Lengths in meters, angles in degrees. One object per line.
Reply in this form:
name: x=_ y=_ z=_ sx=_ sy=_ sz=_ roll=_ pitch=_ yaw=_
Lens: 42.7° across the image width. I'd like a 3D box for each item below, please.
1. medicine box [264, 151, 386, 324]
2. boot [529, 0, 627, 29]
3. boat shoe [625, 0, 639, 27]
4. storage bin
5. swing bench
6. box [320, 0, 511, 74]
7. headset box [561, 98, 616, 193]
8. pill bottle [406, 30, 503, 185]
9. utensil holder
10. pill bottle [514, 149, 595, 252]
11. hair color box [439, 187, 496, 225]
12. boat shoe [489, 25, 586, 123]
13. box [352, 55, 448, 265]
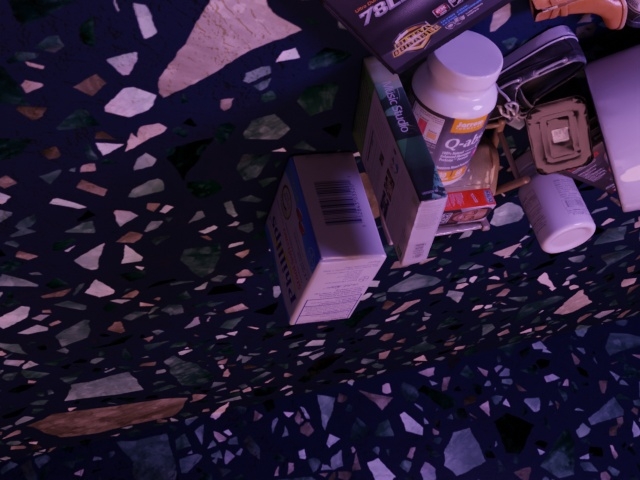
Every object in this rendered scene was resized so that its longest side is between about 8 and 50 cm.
medicine box: x=0.000 y=0.000 z=1.766 sx=0.149 sy=0.263 sz=0.289 roll=-5 pitch=150 yaw=-20
boot: x=0.452 y=-0.421 z=1.449 sx=0.152 sy=0.073 sz=0.197 roll=-25 pitch=139 yaw=14
boat shoe: x=0.705 y=-0.454 z=1.489 sx=0.301 sy=0.108 sz=0.102 roll=-16 pitch=153 yaw=4
storage bin: x=0.493 y=-0.238 z=1.709 sx=0.122 sy=0.084 sz=0.180 roll=-13 pitch=130 yaw=14
swing bench: x=0.277 y=-0.125 z=1.807 sx=0.253 sy=0.165 sz=0.255 roll=-9 pitch=157 yaw=-17
box: x=0.163 y=-0.422 z=1.286 sx=0.295 sy=0.073 sz=0.293 roll=-29 pitch=151 yaw=21
headset box: x=0.666 y=-0.232 z=1.873 sx=0.293 sy=0.110 sz=0.218 roll=13 pitch=141 yaw=-43
pill bottle: x=0.237 y=-0.246 z=1.542 sx=0.162 sy=0.162 sz=0.278 roll=-8 pitch=145 yaw=-16
utensil holder: x=0.724 y=-0.248 z=1.535 sx=0.385 sy=0.328 sz=0.327 roll=-15 pitch=155 yaw=20
pill bottle: x=0.539 y=-0.098 z=1.922 sx=0.131 sy=0.229 sz=0.131 roll=-13 pitch=152 yaw=-7
hair color box: x=0.279 y=-0.067 z=1.677 sx=0.141 sy=0.043 sz=0.072 roll=-8 pitch=155 yaw=-15
boat shoe: x=0.380 y=-0.289 z=1.612 sx=0.306 sy=0.105 sz=0.113 roll=-31 pitch=149 yaw=25
box: x=0.138 y=-0.147 z=1.509 sx=0.058 sy=0.322 sz=0.232 roll=-14 pitch=153 yaw=-11
